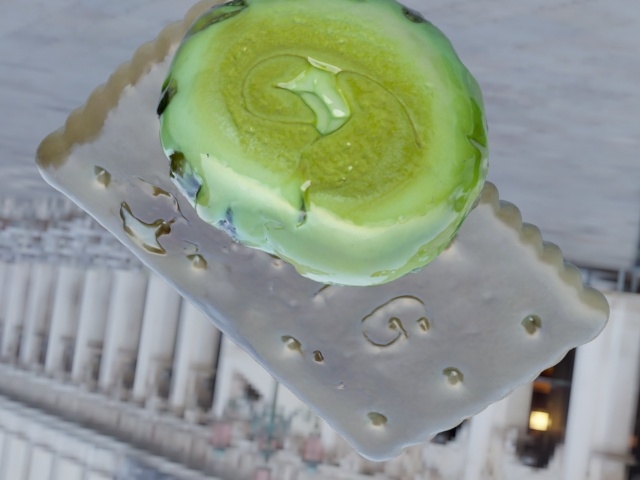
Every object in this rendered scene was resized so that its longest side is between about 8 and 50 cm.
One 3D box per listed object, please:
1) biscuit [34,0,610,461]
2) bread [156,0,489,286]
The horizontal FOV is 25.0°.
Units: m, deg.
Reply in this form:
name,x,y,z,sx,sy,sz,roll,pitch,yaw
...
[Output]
name,x,y,z,sx,sy,sz,roll,pitch,yaw
biscuit,0.000,0.000,0.885,0.217,0.044,0.325,-34,113,31
bread,0.001,-0.043,0.603,0.139,0.130,0.071,8,159,3
